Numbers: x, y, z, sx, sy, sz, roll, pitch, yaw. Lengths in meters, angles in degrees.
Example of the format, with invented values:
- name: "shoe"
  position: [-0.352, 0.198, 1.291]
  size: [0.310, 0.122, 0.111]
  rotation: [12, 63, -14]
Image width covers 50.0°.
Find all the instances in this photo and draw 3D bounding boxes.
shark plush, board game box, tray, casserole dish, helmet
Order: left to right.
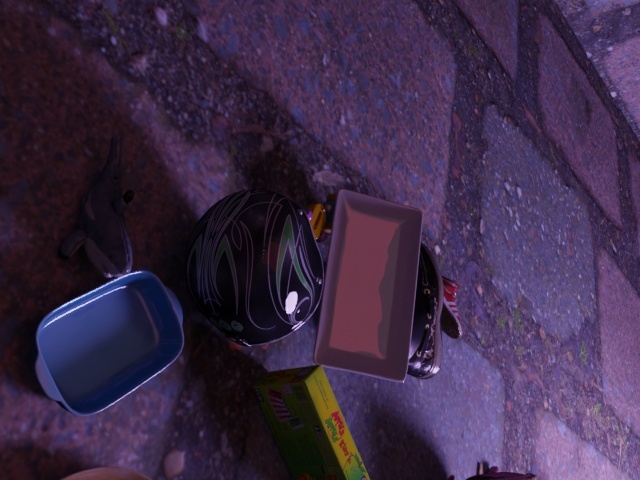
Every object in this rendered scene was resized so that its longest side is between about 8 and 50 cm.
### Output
- name: "casserole dish"
  position: [-0.224, 0.105, 0.722]
  size: [0.188, 0.037, 0.114]
  rotation: [-32, 103, -52]
- name: "shark plush"
  position: [-0.220, -0.034, 0.749]
  size: [0.073, 0.067, 0.161]
  rotation: [33, 54, -40]
- name: "helmet"
  position: [-0.082, 0.025, 0.825]
  size: [0.169, 0.169, 0.162]
  rotation: [-55, 136, -45]
- name: "board game box"
  position: [-0.010, 0.255, 0.888]
  size: [0.043, 0.092, 0.181]
  rotation: [-33, 103, -51]
- name: "tray"
  position: [0.070, 0.065, 1.016]
  size: [0.145, 0.030, 0.270]
  rotation: [15, 69, -16]

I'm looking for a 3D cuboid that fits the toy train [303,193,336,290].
- name: "toy train"
  position: [0.000, 0.000, 1.035]
  size: [0.166, 0.046, 0.125]
  rotation: [-39, 119, -53]

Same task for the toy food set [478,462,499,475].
- name: "toy food set"
  position: [0.336, 0.470, 1.300]
  size: [0.122, 0.019, 0.078]
  rotation: [42, 48, -34]

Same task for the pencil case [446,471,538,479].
- name: "pencil case"
  position: [0.303, 0.561, 1.081]
  size: [0.167, 0.160, 0.386]
  rotation: [5, 66, -35]

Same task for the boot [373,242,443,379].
- name: "boot"
  position: [0.119, 0.101, 1.111]
  size: [0.178, 0.085, 0.236]
  rotation: [15, 66, -45]

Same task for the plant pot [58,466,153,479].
- name: "plant pot"
  position: [-0.220, 0.338, 0.649]
  size: [0.236, 0.032, 0.236]
  rotation: [22, 60, -46]

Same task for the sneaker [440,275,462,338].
- name: "sneaker"
  position: [0.242, 0.122, 1.289]
  size: [0.067, 0.042, 0.118]
  rotation: [-42, 108, -46]
